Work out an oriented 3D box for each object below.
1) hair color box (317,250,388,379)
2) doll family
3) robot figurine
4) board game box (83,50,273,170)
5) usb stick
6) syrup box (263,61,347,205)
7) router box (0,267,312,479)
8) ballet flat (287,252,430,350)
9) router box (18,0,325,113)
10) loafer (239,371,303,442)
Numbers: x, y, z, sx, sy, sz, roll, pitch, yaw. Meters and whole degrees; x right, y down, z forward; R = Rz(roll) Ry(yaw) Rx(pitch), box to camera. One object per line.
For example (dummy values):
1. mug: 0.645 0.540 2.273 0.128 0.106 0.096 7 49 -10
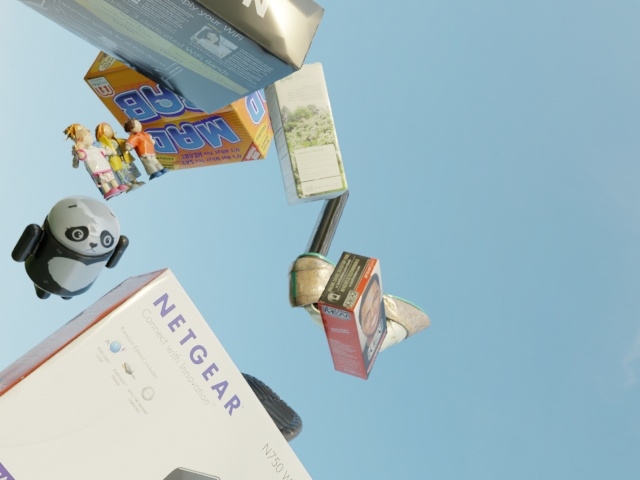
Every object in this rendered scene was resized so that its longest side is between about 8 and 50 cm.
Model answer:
1. hair color box: 0.039 0.085 0.678 0.043 0.141 0.072 13 -126 22
2. doll family: -0.440 -0.170 1.265 0.118 0.263 0.163 -25 -81 22
3. robot figurine: -0.587 0.023 1.465 0.173 0.209 0.278 39 -63 -2
4. board game box: -0.333 -0.450 1.690 0.356 0.356 0.356 -3 -128 24
5. usb stick: 0.000 0.000 1.303 0.077 0.045 0.278 -52 -166 57
6. syrup box: -0.030 -0.190 1.118 0.096 0.093 0.236 161 -83 -75
7. router box: -0.158 0.242 0.494 0.082 0.301 0.335 -12 -66 49
8. ballet flat: 0.065 0.130 1.046 0.107 0.316 0.106 -28 -135 44
9. router box: -0.188 -0.263 0.653 0.243 0.309 0.081 0 -114 57
10. loafer: -0.149 0.273 0.808 0.134 0.366 0.130 40 -76 20
